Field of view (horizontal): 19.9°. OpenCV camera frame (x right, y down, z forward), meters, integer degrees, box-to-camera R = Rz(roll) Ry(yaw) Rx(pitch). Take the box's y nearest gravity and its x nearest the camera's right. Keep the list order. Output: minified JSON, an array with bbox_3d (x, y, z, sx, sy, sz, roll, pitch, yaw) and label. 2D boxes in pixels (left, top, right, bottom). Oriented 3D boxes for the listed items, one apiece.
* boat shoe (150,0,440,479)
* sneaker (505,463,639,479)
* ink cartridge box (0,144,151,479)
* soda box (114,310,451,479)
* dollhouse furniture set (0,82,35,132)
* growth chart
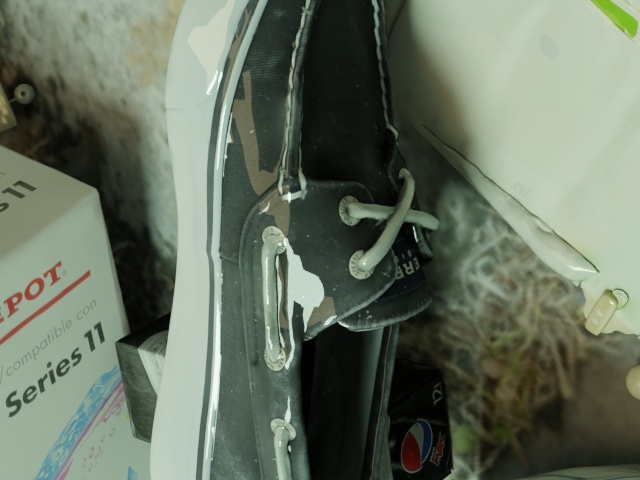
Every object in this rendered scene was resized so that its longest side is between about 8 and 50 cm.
[{"bbox_3d":[0.000,0.000,0.736,0.102,0.108,0.301,23,116,30],"label":"boat shoe"},{"bbox_3d":[0.140,0.129,0.716,0.297,0.129,0.111,0,110,24],"label":"sneaker"},{"bbox_3d":[-0.199,0.089,0.902,0.119,0.207,0.353,23,137,35],"label":"ink cartridge box"},{"bbox_3d":[-0.020,0.079,0.879,0.169,0.053,0.060,12,119,39],"label":"soda box"},{"bbox_3d":[-0.207,-0.096,0.954,0.081,0.091,0.114,-20,94,32],"label":"dollhouse furniture set"},{"bbox_3d":[0.095,-0.067,0.712,0.237,0.021,0.172,50,136,11],"label":"growth chart"}]
